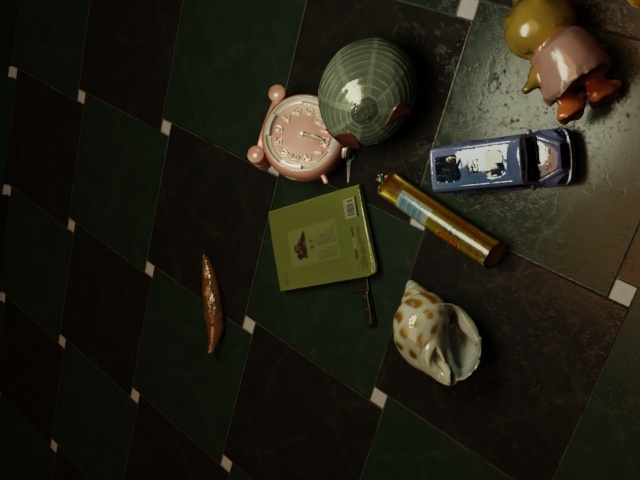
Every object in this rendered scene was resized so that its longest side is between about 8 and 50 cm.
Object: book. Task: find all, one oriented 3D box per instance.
[{"bbox_3d":[0.000,0.000,1.921,0.352,0.035,0.239,-14,84,42],"label":"book"}]

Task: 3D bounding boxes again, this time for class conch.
[{"bbox_3d":[0.260,0.210,1.665,0.149,0.183,0.275,100,154,-73],"label":"conch"}]

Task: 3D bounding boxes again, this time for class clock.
[{"bbox_3d":[-0.035,-0.261,1.835,0.241,0.142,0.227,17,86,15],"label":"clock"}]

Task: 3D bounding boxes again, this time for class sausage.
[{"bbox_3d":[0.263,-0.060,1.666,0.371,0.082,0.082,37,119,31],"label":"sausage"}]

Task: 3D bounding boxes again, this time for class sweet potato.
[{"bbox_3d":[-0.336,0.196,2.218,0.072,0.066,0.314,-4,91,34],"label":"sweet potato"}]

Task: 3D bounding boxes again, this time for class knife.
[{"bbox_3d":[0.100,0.108,1.870,0.072,0.019,0.245,-13,85,44],"label":"knife"}]

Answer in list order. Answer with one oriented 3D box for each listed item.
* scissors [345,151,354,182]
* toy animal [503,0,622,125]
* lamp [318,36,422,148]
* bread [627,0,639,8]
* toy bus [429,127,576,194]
[{"bbox_3d":[0.074,-0.191,1.851,0.036,0.006,0.083,6,100,38],"label":"scissors"},{"bbox_3d":[0.459,-0.382,1.399,0.195,0.169,0.281,-27,68,-4],"label":"toy animal"},{"bbox_3d":[0.106,-0.339,1.656,0.265,0.233,0.233,-38,72,30],"label":"lamp"},{"bbox_3d":[0.645,-0.557,1.200,0.149,0.195,0.344,50,127,30],"label":"bread"},{"bbox_3d":[0.384,-0.164,1.511,0.292,0.133,0.125,-3,94,40],"label":"toy bus"}]
